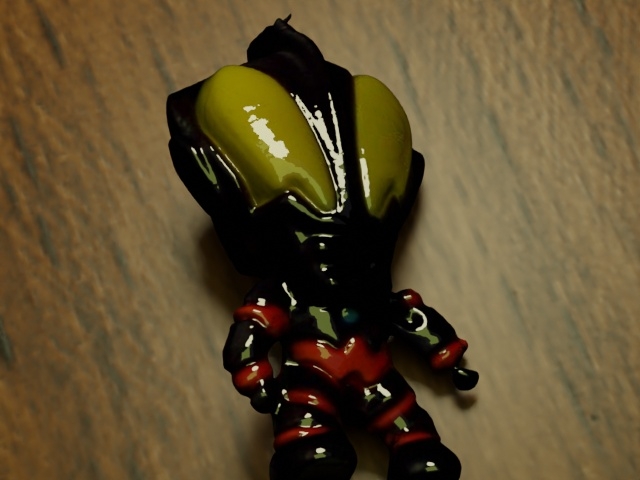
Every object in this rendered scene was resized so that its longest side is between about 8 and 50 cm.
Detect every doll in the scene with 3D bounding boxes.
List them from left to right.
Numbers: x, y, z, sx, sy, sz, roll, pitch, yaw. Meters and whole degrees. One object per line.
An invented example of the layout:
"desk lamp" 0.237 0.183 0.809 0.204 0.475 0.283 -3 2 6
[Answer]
"doll" 0.003 -0.001 0.875 0.088 0.127 0.248 -27 56 28
